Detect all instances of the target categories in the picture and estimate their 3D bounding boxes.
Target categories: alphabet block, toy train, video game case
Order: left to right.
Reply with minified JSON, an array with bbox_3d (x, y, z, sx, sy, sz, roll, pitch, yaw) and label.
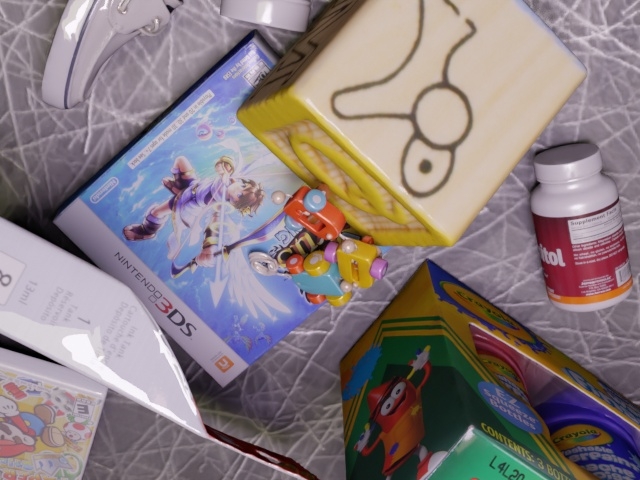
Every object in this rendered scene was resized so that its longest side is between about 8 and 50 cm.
[{"bbox_3d":[-0.347,0.186,1.222,0.227,0.026,0.206,17,129,-7],"label":"video game case"},{"bbox_3d":[-0.081,-0.026,1.168,0.269,0.061,0.244,-41,106,12],"label":"video game case"},{"bbox_3d":[0.000,0.000,1.091,0.125,0.166,0.046,33,61,-5],"label":"toy train"},{"bbox_3d":[0.073,-0.126,1.032,0.192,0.193,0.197,43,78,-12],"label":"alphabet block"}]

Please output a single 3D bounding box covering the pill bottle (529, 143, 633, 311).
[{"bbox_3d":[0.253,-0.014,1.161,0.086,0.086,0.152,-13,108,4],"label":"pill bottle"}]

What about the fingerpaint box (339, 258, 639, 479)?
[{"bbox_3d":[0.243,0.253,1.103,0.445,0.371,0.163,35,105,-11],"label":"fingerpaint box"}]

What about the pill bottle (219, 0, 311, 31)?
[{"bbox_3d":[-0.033,-0.286,1.040,0.108,0.108,0.193,11,101,-4],"label":"pill bottle"}]

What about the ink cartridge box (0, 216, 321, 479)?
[{"bbox_3d":[-0.153,0.100,1.073,0.385,0.308,0.091,27,81,-8],"label":"ink cartridge box"}]

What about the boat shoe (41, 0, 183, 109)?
[{"bbox_3d":[-0.168,-0.230,1.083,0.088,0.096,0.267,28,99,-5],"label":"boat shoe"}]
